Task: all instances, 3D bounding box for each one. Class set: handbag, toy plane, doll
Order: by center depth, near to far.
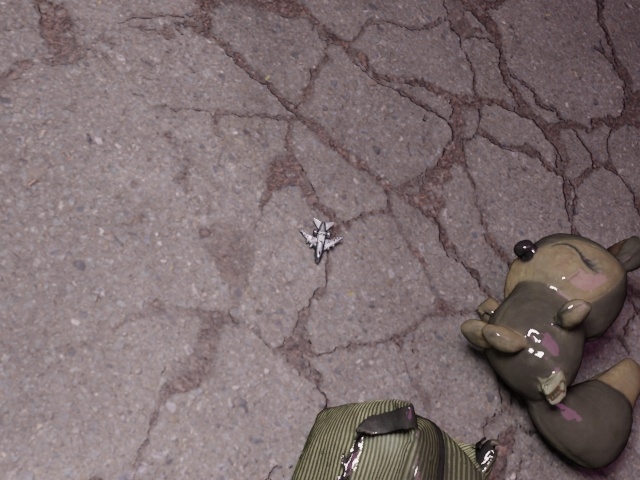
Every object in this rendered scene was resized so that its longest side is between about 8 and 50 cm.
[{"bbox_3d":[0.097,0.386,1.102,0.247,0.240,0.341,30,56,-13],"label":"handbag"},{"bbox_3d":[0.000,0.000,1.365,0.078,0.031,0.083,10,59,-2],"label":"toy plane"},{"bbox_3d":[0.445,0.170,1.407,0.382,0.252,0.379,-39,118,-30],"label":"doll"}]
